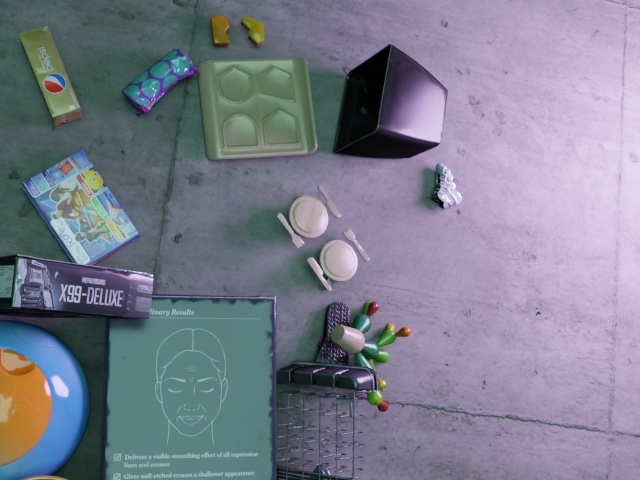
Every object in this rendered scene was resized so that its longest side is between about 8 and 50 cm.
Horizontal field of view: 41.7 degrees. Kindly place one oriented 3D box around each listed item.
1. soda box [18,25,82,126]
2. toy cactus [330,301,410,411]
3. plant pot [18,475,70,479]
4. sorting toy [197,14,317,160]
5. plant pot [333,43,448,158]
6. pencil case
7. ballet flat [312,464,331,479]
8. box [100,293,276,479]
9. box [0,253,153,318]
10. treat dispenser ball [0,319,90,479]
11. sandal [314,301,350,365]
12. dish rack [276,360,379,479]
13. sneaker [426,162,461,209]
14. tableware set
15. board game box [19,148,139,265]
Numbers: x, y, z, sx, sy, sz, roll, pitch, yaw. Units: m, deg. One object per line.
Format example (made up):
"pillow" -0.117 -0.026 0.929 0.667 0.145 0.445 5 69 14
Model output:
"soda box" -0.524 -0.319 1.631 0.058 0.061 0.181 -22 85 -16
"toy cactus" 0.091 0.210 1.631 0.180 0.112 0.219 33 56 -47
"plant pot" -0.444 0.480 1.315 0.205 0.188 0.205 7 70 -18
"sorting toy" -0.136 -0.318 1.742 0.229 0.041 0.307 -5 80 -10
"plant pot" 0.154 -0.265 1.734 0.167 0.187 0.188 15 75 -24
"pencil case" -0.321 -0.317 1.679 0.070 0.064 0.151 41 72 14
"ballet flat" 0.018 0.523 1.603 0.070 0.070 0.188 2 80 -13
"box" -0.237 0.301 1.499 0.293 0.212 0.396 2 79 -13
"box" -0.457 0.081 1.334 0.242 0.307 0.077 12 78 -49
"treat dispenser ball" -0.530 0.277 1.392 0.288 0.288 0.288 3 78 -13
"sandal" 0.024 0.210 1.676 0.067 0.040 0.179 20 60 -15
"dish rack" -0.001 0.367 1.564 0.074 0.208 0.272 7 84 -54
"sneaker" 0.253 -0.112 1.792 0.069 0.038 0.098 -25 85 -18
"tableware set" 0.000 0.000 1.709 0.128 0.039 0.194 -36 95 -29
"board game box" -0.459 -0.056 1.608 0.136 0.035 0.201 -33 88 -18
